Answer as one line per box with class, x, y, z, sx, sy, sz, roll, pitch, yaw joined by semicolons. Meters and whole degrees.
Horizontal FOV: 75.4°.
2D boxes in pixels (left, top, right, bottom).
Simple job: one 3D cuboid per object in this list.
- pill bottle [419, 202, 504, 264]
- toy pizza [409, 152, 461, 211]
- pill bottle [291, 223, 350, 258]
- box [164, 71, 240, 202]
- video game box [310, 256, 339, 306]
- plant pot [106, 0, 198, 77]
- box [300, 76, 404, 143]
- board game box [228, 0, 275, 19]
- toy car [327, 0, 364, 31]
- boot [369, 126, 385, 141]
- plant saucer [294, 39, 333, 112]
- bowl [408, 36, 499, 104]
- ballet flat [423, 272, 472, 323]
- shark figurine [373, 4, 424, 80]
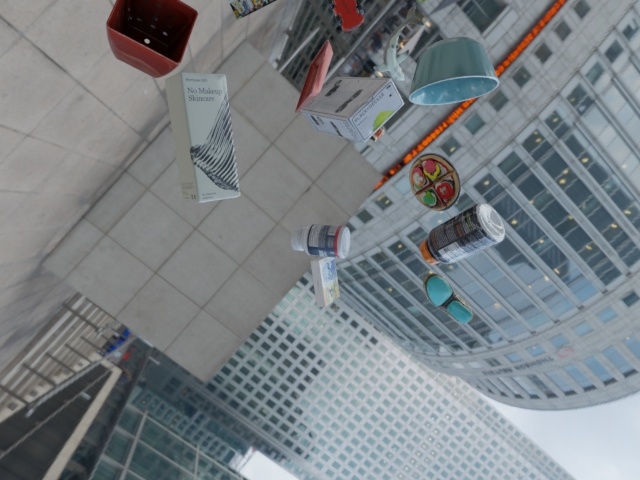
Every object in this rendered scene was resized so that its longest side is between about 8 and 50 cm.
pill bottle;0.426;-0.007;1.283;0.246;0.130;0.130;-35;-161;46
toy pizza;0.368;-0.188;1.362;0.032;0.201;0.201;-27;180;-33
pill bottle;0.000;0.000;1.379;0.180;0.107;0.108;5;-140;21
box;-0.265;-0.229;0.940;0.113;0.275;0.094;-16;-162;-37
video game box;0.024;0.171;1.826;0.048;0.205;0.187;-6;-175;25
plant pot;-0.678;-0.808;1.634;0.236;0.267;0.267;-16;-122;55
box;0.083;-0.388;1.209;0.169;0.087;0.290;-46;-146;-7
board game box;-0.286;-1.082;1.804;0.260;0.136;0.030;-13;-151;25
toy car;0.038;-0.607;0.926;0.225;0.239;0.053;-57;174;6
boot;0.213;-0.519;1.878;0.084;0.158;0.059;-52;-173;-25
plant saucer;-0.025;-0.709;1.833;0.259;0.048;0.258;178;-70;-73
bowl;0.468;-0.610;1.483;0.312;0.163;0.311;-4;-177;0
ballet flat;0.326;0.148;1.101;0.073;0.206;0.067;-42;-154;5
shark figurine;0.291;-0.787;1.663;0.278;0.166;0.116;101;-24;-46
